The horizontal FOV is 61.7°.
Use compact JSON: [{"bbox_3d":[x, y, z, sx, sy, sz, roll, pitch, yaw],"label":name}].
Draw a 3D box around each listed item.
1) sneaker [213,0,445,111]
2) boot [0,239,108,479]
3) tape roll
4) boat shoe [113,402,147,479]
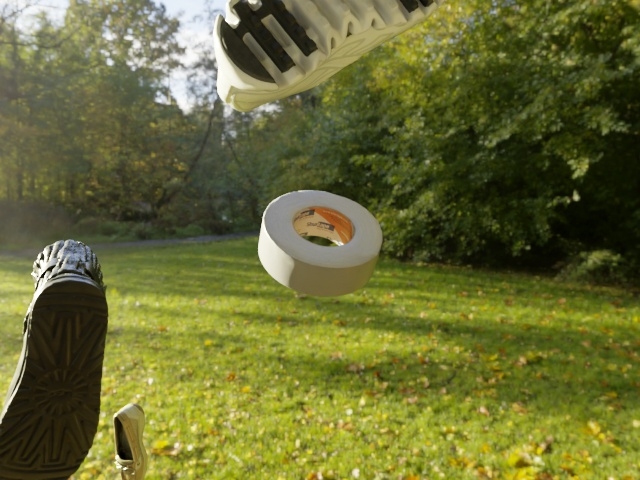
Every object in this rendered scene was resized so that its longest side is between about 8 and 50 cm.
[{"bbox_3d":[0.012,-0.224,0.549,0.292,0.110,0.118,-33,-1,-22],"label":"sneaker"},{"bbox_3d":[-0.421,0.185,0.860,0.131,0.347,0.260,16,3,-30],"label":"boot"},{"bbox_3d":[0.000,0.000,0.973,0.219,0.072,0.219,8,40,-7],"label":"tape roll"},{"bbox_3d":[-0.332,0.357,0.920,0.056,0.153,0.048,12,14,23],"label":"boat shoe"}]
